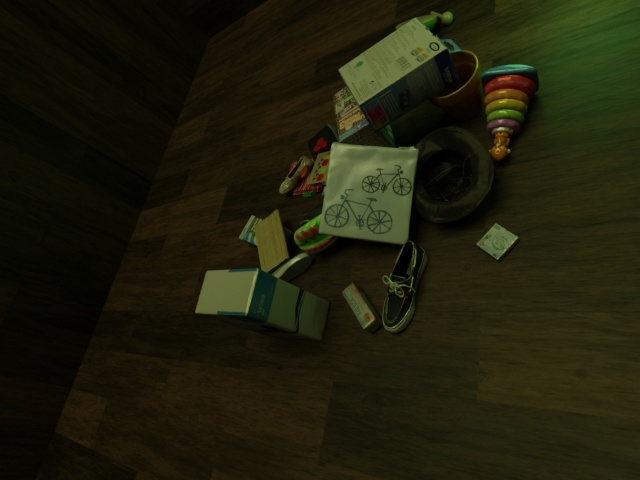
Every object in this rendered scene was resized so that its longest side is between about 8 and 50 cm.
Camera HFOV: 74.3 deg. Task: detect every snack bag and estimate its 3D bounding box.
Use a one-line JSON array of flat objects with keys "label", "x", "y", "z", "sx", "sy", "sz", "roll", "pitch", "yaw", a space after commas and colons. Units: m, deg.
[{"label": "snack bag", "x": 0.163, "y": -0.169, "z": 1.477, "sx": 0.323, "sy": 0.037, "sz": 0.343, "roll": 7, "pitch": 95, "yaw": 15}]

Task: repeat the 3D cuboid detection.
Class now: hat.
[{"label": "hat", "x": 0.443, "y": -0.212, "z": 1.439, "sx": 0.331, "sy": 0.134, "sz": 0.331, "roll": -8, "pitch": 77, "yaw": 38}]

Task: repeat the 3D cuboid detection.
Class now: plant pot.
[{"label": "plant pot", "x": 0.503, "y": -0.545, "z": 1.543, "sx": 0.205, "sy": 0.188, "sz": 0.205, "roll": -21, "pitch": 54, "yaw": 31}]

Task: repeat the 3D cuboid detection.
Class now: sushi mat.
[{"label": "sushi mat", "x": -0.220, "y": 0.003, "z": 1.860, "sx": 0.151, "sy": 0.019, "sz": 0.317, "roll": -36, "pitch": 44, "yaw": 19}]

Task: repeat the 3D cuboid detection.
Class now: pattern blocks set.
[{"label": "pattern blocks set", "x": 0.027, "y": -0.317, "z": 1.812, "sx": 0.285, "sy": 0.026, "sz": 0.325, "roll": 6, "pitch": 65, "yaw": 45}]

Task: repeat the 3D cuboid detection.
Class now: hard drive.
[{"label": "hard drive", "x": 0.029, "y": -0.426, "z": 1.948, "sx": 0.172, "sy": 0.054, "sz": 0.255, "roll": -38, "pitch": 43, "yaw": 17}]

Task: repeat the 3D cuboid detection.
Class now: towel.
[{"label": "towel", "x": -0.065, "y": -0.312, "z": 2.025, "sx": 0.274, "sy": 0.031, "sz": 0.199, "roll": -2, "pitch": 63, "yaw": 41}]

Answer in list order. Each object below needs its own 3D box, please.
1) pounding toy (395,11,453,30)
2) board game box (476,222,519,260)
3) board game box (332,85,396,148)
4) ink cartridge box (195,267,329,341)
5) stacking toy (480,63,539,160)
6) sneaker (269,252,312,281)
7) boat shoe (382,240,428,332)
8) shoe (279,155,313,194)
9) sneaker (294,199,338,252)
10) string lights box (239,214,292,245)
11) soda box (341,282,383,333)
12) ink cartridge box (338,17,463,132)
[{"label": "pounding toy", "x": 0.461, "y": -0.940, "z": 1.903, "sx": 0.236, "sy": 0.110, "sz": 0.183, "roll": -24, "pitch": 32, "yaw": -9}, {"label": "board game box", "x": 0.544, "y": 0.005, "z": 1.298, "sx": 0.090, "sy": 0.020, "sz": 0.090, "roll": -49, "pitch": 43, "yaw": 8}, {"label": "board game box", "x": 0.184, "y": -0.479, "z": 1.756, "sx": 0.141, "sy": 0.232, "sz": 0.291, "roll": -27, "pitch": 50, "yaw": 28}, {"label": "ink cartridge box", "x": -0.201, "y": 0.244, "z": 1.547, "sx": 0.285, "sy": 0.395, "sz": 0.166, "roll": -6, "pitch": 64, "yaw": 40}, {"label": "stacking toy", "x": 0.616, "y": -0.407, "z": 1.408, "sx": 0.175, "sy": 0.165, "sz": 0.302, "roll": 6, "pitch": 81, "yaw": 31}, {"label": "sneaker", "x": -0.148, "y": 0.115, "z": 1.793, "sx": 0.258, "sy": 0.094, "sz": 0.091, "roll": -36, "pitch": 51, "yaw": 21}, {"label": "boat shoe", "x": 0.267, "y": 0.149, "z": 1.395, "sx": 0.113, "sy": 0.105, "sz": 0.306, "roll": 16, "pitch": 77, "yaw": 46}, {"label": "shoe", "x": -0.128, "y": -0.313, "z": 2.017, "sx": 0.219, "sy": 0.058, "sz": 0.076, "roll": -47, "pitch": 40, "yaw": 8}, {"label": "sneaker", "x": 0.104, "y": -0.126, "z": 1.647, "sx": 0.482, "sy": 0.185, "sz": 0.202, "roll": -22, "pitch": 37, "yaw": 17}, {"label": "string lights box", "x": -0.260, "y": -0.024, "z": 1.990, "sx": 0.259, "sy": 0.076, "sz": 0.133, "roll": 18, "pitch": 77, "yaw": 46}, {"label": "soda box", "x": 0.147, "y": 0.235, "z": 1.482, "sx": 0.058, "sy": 0.063, "sz": 0.183, "roll": -44, "pitch": 44, "yaw": 13}, {"label": "ink cartridge box", "x": 0.294, "y": -0.604, "z": 1.495, "sx": 0.395, "sy": 0.151, "sz": 0.270, "roll": -31, "pitch": 48, "yaw": 15}]
